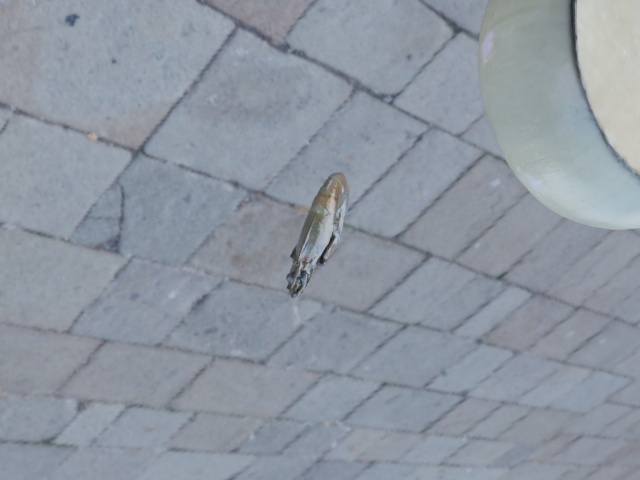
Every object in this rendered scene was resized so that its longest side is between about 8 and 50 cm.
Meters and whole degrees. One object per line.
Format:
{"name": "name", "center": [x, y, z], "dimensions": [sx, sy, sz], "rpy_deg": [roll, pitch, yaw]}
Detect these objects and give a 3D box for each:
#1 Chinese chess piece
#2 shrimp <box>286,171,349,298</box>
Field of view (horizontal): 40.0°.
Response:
{"name": "Chinese chess piece", "center": [0.327, -0.181, 0.963], "dimensions": [0.338, 0.338, 0.140], "rpy_deg": [2, 169, -35]}
{"name": "shrimp", "center": [0.002, 0.000, 1.477], "dimensions": [0.251, 0.052, 0.143], "rpy_deg": [-61, 154, -27]}
